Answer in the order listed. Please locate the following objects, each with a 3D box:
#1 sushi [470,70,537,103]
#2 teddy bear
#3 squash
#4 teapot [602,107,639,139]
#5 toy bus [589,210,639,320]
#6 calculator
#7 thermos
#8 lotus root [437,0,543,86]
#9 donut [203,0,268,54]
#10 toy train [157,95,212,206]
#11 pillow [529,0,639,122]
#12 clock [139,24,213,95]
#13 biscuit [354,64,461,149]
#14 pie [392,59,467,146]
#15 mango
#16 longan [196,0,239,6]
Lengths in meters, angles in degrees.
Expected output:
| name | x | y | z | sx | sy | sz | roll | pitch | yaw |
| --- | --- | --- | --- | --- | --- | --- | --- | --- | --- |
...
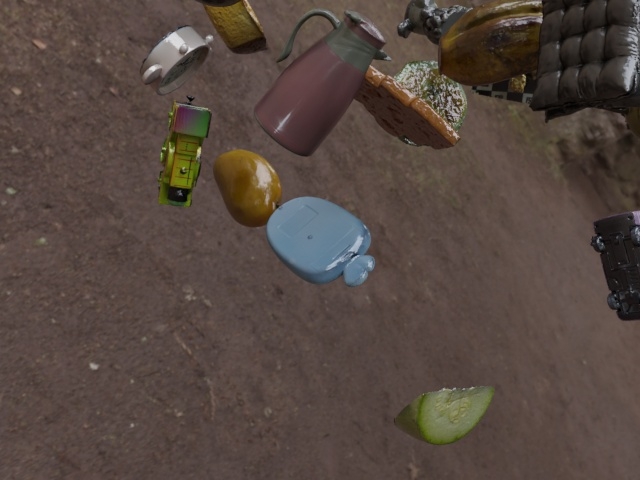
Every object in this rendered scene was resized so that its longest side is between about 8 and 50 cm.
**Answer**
| name | x | y | z | sx | sy | sz | roll | pitch | yaw |
| --- | --- | --- | --- | --- | --- | --- | --- | --- | --- |
| sushi | 0.500 | -0.438 | 1.661 | 0.210 | 0.193 | 0.040 | 17 | 22 | 14 |
| teddy bear | 0.338 | -0.705 | 2.112 | 0.171 | 0.251 | 0.144 | -42 | 143 | -27 |
| squash | 0.259 | 0.398 | 1.562 | 0.237 | 0.204 | 0.155 | 6 | 16 | -32 |
| teapot | 0.775 | -0.310 | 1.516 | 0.182 | 0.269 | 0.173 | -41 | 136 | -57 |
| toy bus | 0.589 | 0.045 | 1.243 | 0.108 | 0.096 | 0.199 | -11 | 85 | -36 |
| calculator | 0.000 | 0.000 | 1.456 | 0.302 | 0.188 | 0.042 | 35 | -22 | 39 |
| thermos | -0.002 | -0.307 | 1.231 | 0.176 | 0.265 | 0.146 | 34 | 26 | -14 |
| lotus root | 0.400 | -0.448 | 1.485 | 0.193 | 0.291 | 0.193 | -14 | 90 | -75 |
| donut | -0.210 | -0.550 | 1.729 | 0.151 | 0.112 | 0.295 | 66 | 8 | 20 |
| toy train | -0.360 | -0.223 | 1.727 | 0.100 | 0.296 | 0.160 | 7 | 17 | -21 |
| pillow | 0.496 | -0.390 | 1.199 | 0.101 | 0.228 | 0.326 | 7 | 89 | -32 |
| clock | -0.306 | -0.381 | 1.395 | 0.063 | 0.155 | 0.229 | 45 | 39 | -3 |
| biscuit | 0.173 | -0.274 | 1.389 | 0.306 | 0.043 | 0.284 | 36 | -4 | 33 |
| pie | 0.348 | -0.448 | 2.176 | 0.302 | 0.067 | 0.303 | 0 | 90 | -23 |
| mango | -0.206 | -0.159 | 1.906 | 0.254 | 0.175 | 0.139 | 63 | 8 | 16 |
| longan | -0.211 | -0.560 | 1.338 | 0.189 | 0.189 | 0.189 | 36 | 38 | -35 |
